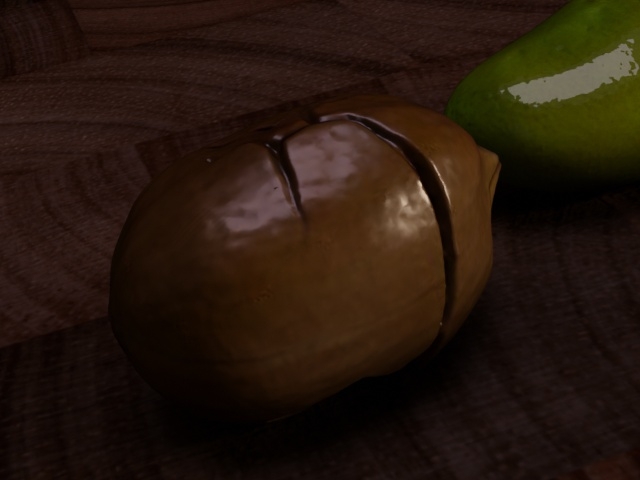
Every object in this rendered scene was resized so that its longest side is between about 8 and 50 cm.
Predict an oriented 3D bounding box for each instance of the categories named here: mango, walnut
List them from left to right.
[{"bbox_3d":[0.000,0.000,0.753,0.298,0.203,0.203,-30,34,-18],"label":"walnut"},{"bbox_3d":[0.244,-0.124,0.945,0.273,0.149,0.185,-35,44,-28],"label":"mango"}]
